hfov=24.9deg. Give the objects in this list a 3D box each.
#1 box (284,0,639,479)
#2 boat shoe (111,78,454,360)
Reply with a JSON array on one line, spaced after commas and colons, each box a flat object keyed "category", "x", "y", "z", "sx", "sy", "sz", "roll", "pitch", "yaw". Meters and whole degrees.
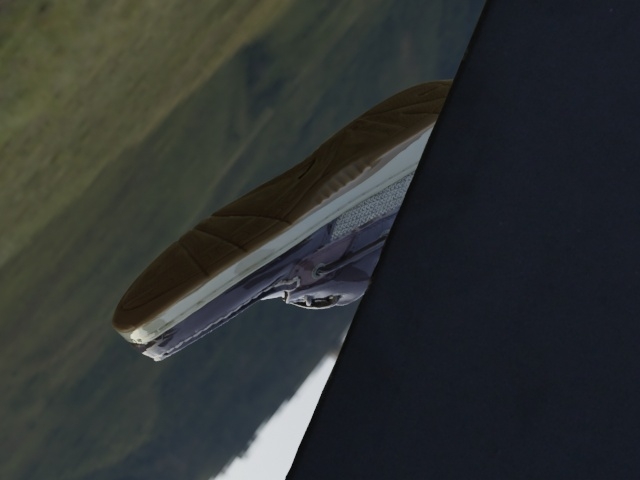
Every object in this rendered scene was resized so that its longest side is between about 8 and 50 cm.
[{"category": "box", "x": 0.122, "y": 0.087, "z": 0.533, "sx": 0.343, "sy": 0.179, "sz": 0.312, "roll": -67, "pitch": 162, "yaw": -8}, {"category": "boat shoe", "x": 0.000, "y": 0.000, "z": 0.945, "sx": 0.285, "sy": 0.092, "sz": 0.103, "roll": -36, "pitch": -158, "yaw": -18}]
